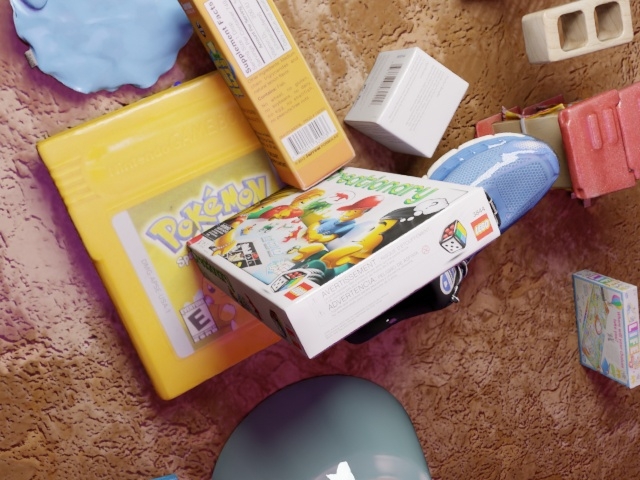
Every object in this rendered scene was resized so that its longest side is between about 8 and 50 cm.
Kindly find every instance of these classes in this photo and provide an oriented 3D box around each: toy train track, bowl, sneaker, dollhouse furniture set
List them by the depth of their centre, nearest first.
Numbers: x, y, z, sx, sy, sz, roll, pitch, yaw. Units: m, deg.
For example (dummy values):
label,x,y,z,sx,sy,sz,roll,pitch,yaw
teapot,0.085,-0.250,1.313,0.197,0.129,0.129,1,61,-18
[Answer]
label,x,y,z,sx,sy,sz,roll,pitch,yaw
sneaker,0.140,0.010,0.811,0.330,0.147,0.130,-39,117,4
dollhouse furniture set,0.284,-0.242,0.881,0.152,0.201,0.374,-19,102,-17
bowl,0.027,0.346,0.918,0.311,0.163,0.312,-5,102,-21
toy train track,0.384,-0.088,1.042,0.048,0.014,0.083,-14,118,-3

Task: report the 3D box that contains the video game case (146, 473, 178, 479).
label,x,y,z,sx,sy,sz,roll,pitch,yaw
video game case,-0.232,0.383,0.899,0.119,0.015,0.166,-8,104,-21

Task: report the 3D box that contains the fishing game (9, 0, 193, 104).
label,x,y,z,sx,sy,sz,roll,pitch,yaw
fishing game,-0.223,-0.240,0.743,0.189,0.041,0.264,-31,126,-15

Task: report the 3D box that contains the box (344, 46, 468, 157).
label,x,y,z,sx,sy,sz,roll,pitch,yaw
box,0.102,-0.166,0.867,0.087,0.102,0.101,28,89,-23

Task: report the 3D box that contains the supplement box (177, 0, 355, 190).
label,x,y,z,sx,sy,sz,roll,pitch,yaw
supplement box,-0.056,-0.171,0.756,0.080,0.078,0.233,-33,112,-12

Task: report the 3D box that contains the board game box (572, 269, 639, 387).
label,x,y,z,sx,sy,sz,roll,pitch,yaw
board game box,0.426,0.129,1.066,0.026,0.103,0.154,-17,108,-18

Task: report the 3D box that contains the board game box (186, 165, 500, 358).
label,x,y,z,sx,sy,sz,roll,pitch,yaw
board game box,0.000,0.000,0.691,0.193,0.305,0.053,-31,110,-17

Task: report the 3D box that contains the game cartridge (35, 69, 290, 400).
label,x,y,z,sx,sy,sz,roll,pitch,yaw
game cartridge,-0.120,-0.017,0.826,0.285,0.052,0.324,-27,114,-18

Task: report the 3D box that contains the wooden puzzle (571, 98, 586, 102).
label,x,y,z,sx,sy,sz,roll,pitch,yaw
wooden puzzle,0.393,-0.153,1.040,0.078,0.014,0.116,-22,109,-21
